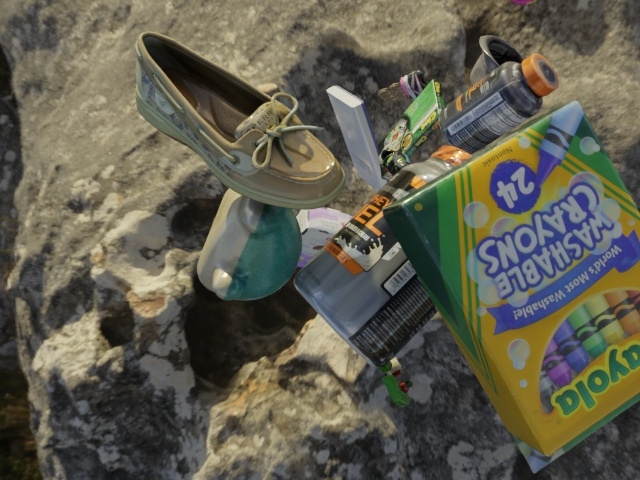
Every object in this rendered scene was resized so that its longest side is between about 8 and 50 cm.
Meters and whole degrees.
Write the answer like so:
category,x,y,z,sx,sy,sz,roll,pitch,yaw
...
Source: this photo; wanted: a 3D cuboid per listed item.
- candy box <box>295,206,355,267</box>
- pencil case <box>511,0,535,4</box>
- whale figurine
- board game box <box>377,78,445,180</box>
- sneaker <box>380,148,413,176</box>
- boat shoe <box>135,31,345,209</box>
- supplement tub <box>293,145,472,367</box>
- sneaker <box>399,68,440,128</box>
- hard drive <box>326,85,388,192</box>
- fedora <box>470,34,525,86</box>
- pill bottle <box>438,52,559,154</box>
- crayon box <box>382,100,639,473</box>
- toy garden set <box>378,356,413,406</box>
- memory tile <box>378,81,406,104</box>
category,x,y,z,sx,sy,sz,roll,pitch,yaw
candy box,0.000,0.000,1.331,0.164,0.196,0.070,14,59,-24
pencil case,0.405,-0.524,1.039,0.104,0.236,0.105,18,130,23
whale figurine,-0.080,-0.010,0.778,0.141,0.272,0.217,23,64,-12
board game box,0.235,-0.285,1.450,0.030,0.260,0.136,18,52,-22
sneaker,0.193,-0.175,1.352,0.078,0.188,0.067,19,113,-22
boat shoe,-0.098,-0.132,0.615,0.285,0.089,0.105,30,57,12
supplement tub,0.129,0.019,0.837,0.193,0.193,0.316,45,86,6
sneaker,0.290,-0.382,1.487,0.077,0.072,0.178,-31,104,28
hard drive,0.124,-0.312,1.729,0.040,0.210,0.319,-29,125,-7
fedora,0.542,-0.496,1.672,0.243,0.276,0.124,31,132,-15
pill bottle,0.389,-0.300,1.204,0.245,0.130,0.131,-33,83,46
crayon box,0.233,0.056,0.548,0.203,0.083,0.323,-31,93,-8
toy garden set,0.115,0.188,1.031,0.049,0.204,0.244,-29,64,4
memory tile,0.248,-0.476,1.760,0.113,0.148,0.012,-23,81,18
